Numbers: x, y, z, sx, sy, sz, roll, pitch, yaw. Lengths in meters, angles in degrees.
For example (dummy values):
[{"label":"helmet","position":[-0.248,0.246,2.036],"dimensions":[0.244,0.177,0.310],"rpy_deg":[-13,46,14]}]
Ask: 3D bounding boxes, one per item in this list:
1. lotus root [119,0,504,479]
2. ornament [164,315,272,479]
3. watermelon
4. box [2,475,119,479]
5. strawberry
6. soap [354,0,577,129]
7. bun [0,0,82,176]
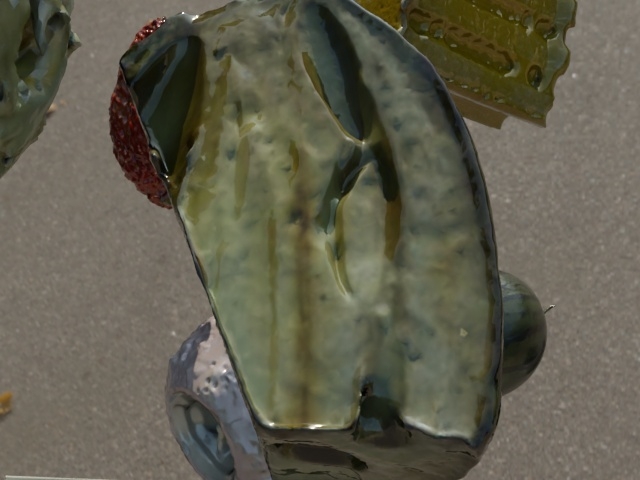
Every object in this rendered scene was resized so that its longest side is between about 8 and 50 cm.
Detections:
[{"label":"lotus root","position":[-0.001,0.002,0.560],"dimensions":[0.210,0.142,0.314],"rpy_deg":[-13,69,6]},{"label":"ornament","position":[-0.063,0.202,1.139],"dimensions":[0.225,0.259,0.259],"rpy_deg":[-29,43,-36]},{"label":"watermelon","position":[0.136,0.071,0.714],"dimensions":[0.133,0.105,0.105],"rpy_deg":[-17,42,-19]},{"label":"box","position":[-0.450,0.587,1.509],"dimensions":[0.204,0.051,0.365],"rpy_deg":[8,62,-22]},{"label":"strawberry","position":[-0.217,-0.145,1.140],"dimensions":[0.106,0.175,0.236],"rpy_deg":[-12,73,-4]},{"label":"soap","position":[0.222,-0.345,1.342],"dimensions":[0.335,0.293,0.156],"rpy_deg":[12,-2,-33]},{"label":"bun","position":[-0.213,-0.118,0.498],"dimensions":[0.141,0.239,0.239],"rpy_deg":[12,46,2]}]
